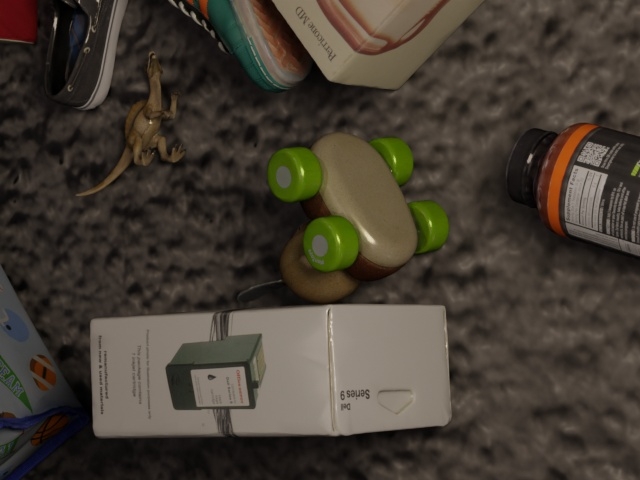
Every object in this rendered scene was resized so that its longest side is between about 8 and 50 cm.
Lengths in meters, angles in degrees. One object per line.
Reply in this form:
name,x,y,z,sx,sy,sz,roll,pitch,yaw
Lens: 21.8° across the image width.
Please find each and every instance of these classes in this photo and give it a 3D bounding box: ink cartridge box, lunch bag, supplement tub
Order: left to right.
lunch bag,-0.506,0.185,1.920,0.385,0.239,0.328,-41,70,21
ink cartridge box,-0.046,0.125,1.606,0.289,0.211,0.122,-5,86,34
supplement tub,0.262,-0.042,1.450,0.198,0.106,0.106,20,102,34

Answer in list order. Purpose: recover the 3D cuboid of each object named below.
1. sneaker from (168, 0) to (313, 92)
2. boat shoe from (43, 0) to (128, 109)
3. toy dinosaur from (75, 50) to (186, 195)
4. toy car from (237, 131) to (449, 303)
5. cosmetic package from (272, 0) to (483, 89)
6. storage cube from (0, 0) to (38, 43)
sneaker,-0.104,-0.262,1.714,0.121,0.108,0.302,-38,61,30
boat shoe,-0.268,-0.259,1.842,0.080,0.076,0.229,17,100,34
toy dinosaur,-0.194,-0.111,1.817,0.092,0.053,0.183,35,103,46
toy car,0.000,0.000,1.619,0.188,0.155,0.149,-44,66,41
cosmetic package,0.097,-0.294,1.550,0.296,0.129,0.153,-47,66,27
storage cube,-0.451,-0.326,1.908,0.215,0.183,0.193,3,93,35
